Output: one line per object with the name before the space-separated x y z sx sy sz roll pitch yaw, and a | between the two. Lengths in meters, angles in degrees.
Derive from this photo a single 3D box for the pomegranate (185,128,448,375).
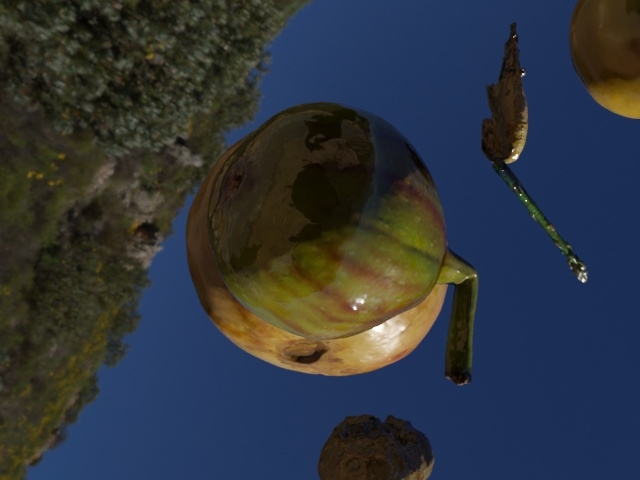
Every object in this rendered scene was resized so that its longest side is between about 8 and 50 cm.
pomegranate | 0.000 0.000 0.943 0.338 0.338 0.338 -34 -138 36

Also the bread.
bread | 0.101 0.419 1.446 0.230 0.230 0.123 2 -73 54

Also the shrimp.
shrimp | 0.335 -0.276 1.405 0.117 0.066 0.262 -7 -96 51

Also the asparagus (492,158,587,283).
asparagus | 0.297 -0.021 0.983 0.022 0.233 0.023 -46 -159 -9

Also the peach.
peach | 0.446 -0.282 0.963 0.251 0.153 0.251 -14 -117 28

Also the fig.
fig | 0.028 -0.003 0.451 0.142 0.186 0.148 123 -32 -55
